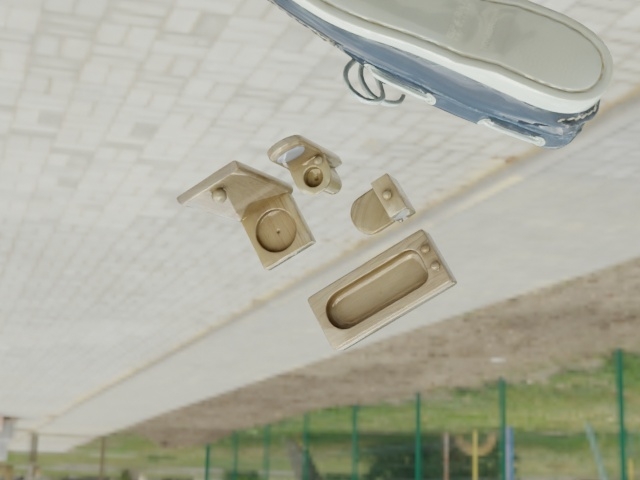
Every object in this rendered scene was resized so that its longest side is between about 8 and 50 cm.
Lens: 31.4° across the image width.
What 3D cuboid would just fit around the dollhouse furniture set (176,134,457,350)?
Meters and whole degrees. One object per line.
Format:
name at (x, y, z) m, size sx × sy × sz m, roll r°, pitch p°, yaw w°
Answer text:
dollhouse furniture set at (0.000, 0.000, 0.909) m, size 0.144 × 0.151 × 0.123 m, roll -32°, pitch 164°, yaw 14°

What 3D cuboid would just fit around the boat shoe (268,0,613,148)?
boat shoe at (0.057, -0.133, 0.726) m, size 0.254 × 0.095 × 0.079 m, roll 21°, pitch 147°, yaw 1°
